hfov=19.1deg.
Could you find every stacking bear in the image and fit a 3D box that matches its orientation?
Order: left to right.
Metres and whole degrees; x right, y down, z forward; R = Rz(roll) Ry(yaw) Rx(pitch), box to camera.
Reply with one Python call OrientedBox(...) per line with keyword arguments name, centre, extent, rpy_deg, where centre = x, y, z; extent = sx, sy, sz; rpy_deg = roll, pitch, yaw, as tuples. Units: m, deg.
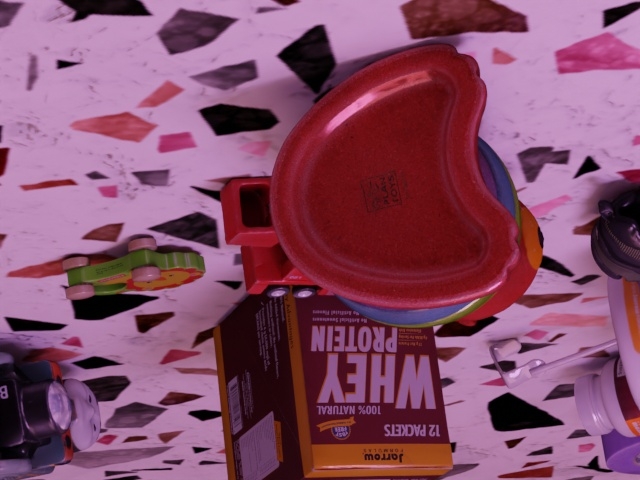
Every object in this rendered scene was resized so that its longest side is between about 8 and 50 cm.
OrientedBox(name="stacking bear", centre=(0.082, -0.009, 1.386), extent=(0.164, 0.175, 0.289), rpy_deg=(-15, 165, 14))

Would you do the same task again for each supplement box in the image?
OrientedBox(name="supplement box", centre=(0.006, 0.134, 1.662), extent=(0.129, 0.191, 0.194), rpy_deg=(2, 158, -23))

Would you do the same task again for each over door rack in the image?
OrientedBox(name="over door rack", centre=(0.356, 0.182, 1.863), extent=(0.324, 0.108, 0.239), rpy_deg=(-16, 120, 19))

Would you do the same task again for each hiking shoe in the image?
OrientedBox(name="hiking shoe", centre=(0.334, -0.013, 1.536), extent=(0.227, 0.086, 0.114), rpy_deg=(-8, 162, 3))

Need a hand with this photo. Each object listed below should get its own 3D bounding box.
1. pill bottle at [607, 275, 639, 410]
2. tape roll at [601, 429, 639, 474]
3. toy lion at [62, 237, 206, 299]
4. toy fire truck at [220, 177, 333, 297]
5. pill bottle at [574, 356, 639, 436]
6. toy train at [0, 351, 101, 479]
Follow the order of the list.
OrientedBox(name="pill bottle", centre=(0.399, 0.059, 1.651), extent=(0.272, 0.152, 0.152), rpy_deg=(-14, 158, 17))
OrientedBox(name="tape roll", centre=(0.403, 0.197, 2.107), extent=(0.189, 0.080, 0.189), rpy_deg=(-5, 159, -2))
OrientedBox(name="toy lion", centre=(-0.149, 0.028, 1.567), extent=(0.100, 0.034, 0.096), rpy_deg=(-15, 165, 20))
OrientedBox(name="toy fire truck", centre=(0.000, 0.000, 1.515), extent=(0.192, 0.047, 0.135), rpy_deg=(2, 156, -23))
OrientedBox(name="pill bottle", centre=(0.345, 0.155, 1.970), extent=(0.152, 0.086, 0.086), rpy_deg=(-18, 157, 25))
OrientedBox(name="toy train", centre=(-0.370, 0.187, 1.776), extent=(0.334, 0.142, 0.190), rpy_deg=(-15, 170, 14))
